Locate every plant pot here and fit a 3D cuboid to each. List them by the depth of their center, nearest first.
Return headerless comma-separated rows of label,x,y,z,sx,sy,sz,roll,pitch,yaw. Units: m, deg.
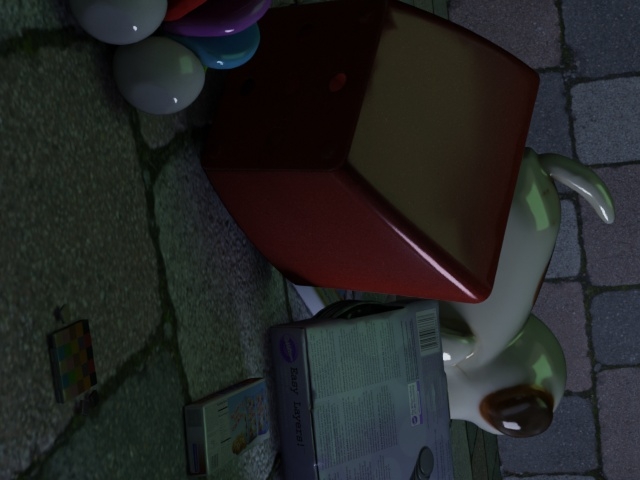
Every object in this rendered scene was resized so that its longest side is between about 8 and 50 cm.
plant pot,0.036,-0.108,1.033,0.235,0.267,0.268,34,67,-48

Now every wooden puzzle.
wooden puzzle,-0.176,0.086,0.712,0.049,0.006,0.083,-29,114,-73

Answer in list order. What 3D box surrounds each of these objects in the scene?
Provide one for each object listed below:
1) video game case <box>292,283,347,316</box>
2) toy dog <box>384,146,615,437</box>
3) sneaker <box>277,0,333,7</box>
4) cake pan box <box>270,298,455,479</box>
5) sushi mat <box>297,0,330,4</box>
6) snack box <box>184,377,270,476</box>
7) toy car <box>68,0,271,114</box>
video game case,0.000,0.000,1.352,0.227,0.026,0.206,62,28,-58
toy dog,0.230,0.082,1.451,0.284,0.395,0.408,-88,165,-75
sneaker,-0.019,-0.233,1.224,0.235,0.094,0.090,-75,157,-48
cake pan box,0.056,0.205,1.214,0.245,0.070,0.267,-9,94,-46
sushi mat,-0.005,-0.335,1.448,0.151,0.019,0.317,-75,155,-54
snack box,-0.087,0.178,0.979,0.178,0.022,0.064,-2,87,-75
toy car,-0.108,-0.202,0.800,0.182,0.136,0.159,66,24,-51
